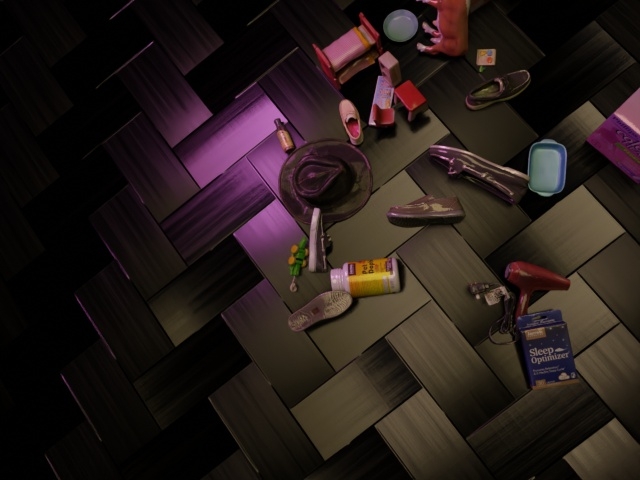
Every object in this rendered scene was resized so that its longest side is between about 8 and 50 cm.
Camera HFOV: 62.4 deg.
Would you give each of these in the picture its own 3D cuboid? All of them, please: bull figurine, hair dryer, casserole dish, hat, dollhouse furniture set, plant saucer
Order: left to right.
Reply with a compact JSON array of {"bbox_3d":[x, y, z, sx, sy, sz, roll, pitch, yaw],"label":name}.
[{"bbox_3d":[0.006,-0.214,1.768,0.332,0.134,0.330,-2,81,10],"label":"hat"},{"bbox_3d":[0.165,-0.540,1.751,0.201,0.152,0.374,-35,69,3],"label":"dollhouse furniture set"},{"bbox_3d":[0.282,-0.749,1.855,0.120,0.021,0.119,-1,81,8],"label":"plant saucer"},{"bbox_3d":[0.409,-0.740,1.709,0.189,0.310,0.101,15,50,25],"label":"bull figurine"},{"bbox_3d":[0.633,0.175,1.652,0.294,0.080,0.223,-27,95,10],"label":"hair dryer"},{"bbox_3d":[0.725,-0.230,1.700,0.114,0.037,0.188,5,84,10],"label":"casserole dish"}]

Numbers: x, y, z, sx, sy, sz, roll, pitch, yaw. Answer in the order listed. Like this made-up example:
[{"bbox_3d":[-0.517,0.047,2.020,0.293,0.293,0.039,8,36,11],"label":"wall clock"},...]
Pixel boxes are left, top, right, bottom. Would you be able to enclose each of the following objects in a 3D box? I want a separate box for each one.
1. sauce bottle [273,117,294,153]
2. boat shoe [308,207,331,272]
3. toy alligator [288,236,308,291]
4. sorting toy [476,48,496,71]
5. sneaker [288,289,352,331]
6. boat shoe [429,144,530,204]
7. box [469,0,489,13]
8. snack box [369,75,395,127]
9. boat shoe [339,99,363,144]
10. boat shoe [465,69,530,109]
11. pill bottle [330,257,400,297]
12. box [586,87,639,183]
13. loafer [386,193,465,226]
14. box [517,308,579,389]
[{"bbox_3d":[-0.131,-0.369,1.859,0.042,0.042,0.128,-26,77,5],"label":"sauce bottle"},{"bbox_3d":[0.000,0.000,1.755,0.070,0.077,0.219,3,105,1],"label":"boat shoe"},{"bbox_3d":[-0.086,0.078,1.785,0.051,0.056,0.189,7,82,53],"label":"toy alligator"},{"bbox_3d":[0.562,-0.611,1.793,0.062,0.012,0.083,4,82,10],"label":"sorting toy"},{"bbox_3d":[0.007,0.221,1.707,0.222,0.118,0.083,-26,80,11],"label":"sneaker"},{"bbox_3d":[0.497,-0.214,1.695,0.336,0.112,0.095,22,89,13],"label":"boat shoe"},{"bbox_3d":[0.517,-0.849,1.775,0.171,0.130,0.091,-32,77,4],"label":"box"},{"bbox_3d":[0.215,-0.479,1.827,0.064,0.022,0.178,10,84,13],"label":"snack box"},{"bbox_3d":[0.107,-0.414,1.816,0.063,0.059,0.169,-21,79,6],"label":"boat shoe"},{"bbox_3d":[0.589,-0.502,1.742,0.224,0.073,0.080,-23,79,6],"label":"boat shoe"},{"bbox_3d":[0.145,0.122,1.703,0.215,0.117,0.117,-7,81,8],"label":"pill bottle"},{"bbox_3d":[0.949,-0.305,1.568,0.117,0.243,0.213,-44,78,1],"label":"box"},{"bbox_3d":[0.341,-0.100,1.726,0.252,0.094,0.087,-2,70,5],"label":"loafer"},{"bbox_3d":[0.688,0.331,1.603,0.137,0.036,0.225,-13,91,8],"label":"box"}]
